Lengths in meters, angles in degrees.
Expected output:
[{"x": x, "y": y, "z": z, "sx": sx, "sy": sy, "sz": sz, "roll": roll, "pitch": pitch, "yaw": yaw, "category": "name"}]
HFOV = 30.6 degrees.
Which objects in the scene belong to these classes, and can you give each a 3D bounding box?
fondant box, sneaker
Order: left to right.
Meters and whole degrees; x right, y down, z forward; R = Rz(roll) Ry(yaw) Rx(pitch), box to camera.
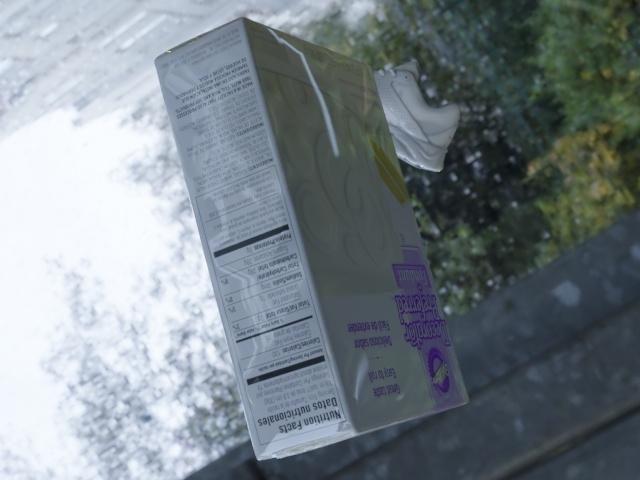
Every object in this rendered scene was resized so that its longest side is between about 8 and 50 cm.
[{"x": 0.000, "y": 0.000, "z": 0.984, "sx": 0.238, "sy": 0.096, "sz": 0.330, "roll": 3, "pitch": -110, "yaw": -62, "category": "fondant box"}, {"x": 0.074, "y": -0.184, "z": 1.474, "sx": 0.232, "sy": 0.115, "sz": 0.090, "roll": 29, "pitch": -175, "yaw": 5, "category": "sneaker"}]
